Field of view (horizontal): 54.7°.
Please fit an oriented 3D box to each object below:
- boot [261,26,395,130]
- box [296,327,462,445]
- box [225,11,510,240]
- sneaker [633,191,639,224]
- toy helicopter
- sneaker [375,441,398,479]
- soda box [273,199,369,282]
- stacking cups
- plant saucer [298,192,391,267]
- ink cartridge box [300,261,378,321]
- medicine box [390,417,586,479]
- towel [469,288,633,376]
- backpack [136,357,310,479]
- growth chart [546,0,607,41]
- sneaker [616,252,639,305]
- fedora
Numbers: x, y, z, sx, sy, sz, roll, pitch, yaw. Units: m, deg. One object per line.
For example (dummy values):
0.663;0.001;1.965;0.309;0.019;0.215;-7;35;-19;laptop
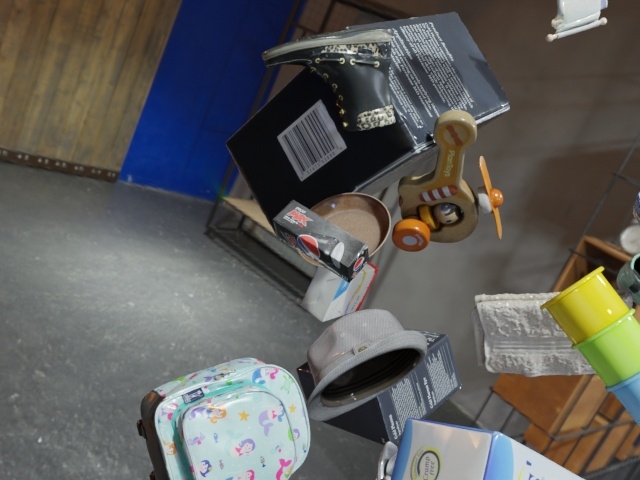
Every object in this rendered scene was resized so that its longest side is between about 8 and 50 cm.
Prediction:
0.022;-0.284;1.128;0.236;0.179;0.085;-8;22;2;boot
0.166;0.398;1.790;0.312;0.179;0.343;-29;18;-36;box
0.117;-0.279;1.506;0.471;0.480;0.297;-26;86;-46;box
0.768;-0.032;1.362;0.081;0.080;0.211;50;4;-46;sneaker
0.280;-0.117;1.289;0.234;0.355;0.140;9;50;10;toy helicopter
0.258;0.592;1.609;0.137;0.210;0.366;11;31;33;sneaker
0.000;0.000;1.065;0.169;0.060;0.053;31;-27;25;soda box
0.408;0.184;0.757;0.316;0.096;0.096;55;23;14;stacking cups
0.047;-0.013;1.250;0.198;0.198;0.036;36;-21;39;plant saucer
0.063;0.114;1.566;0.078;0.134;0.231;33;21;26;ink cartridge box
0.210;0.394;0.749;0.289;0.264;0.149;33;-26;-30;medicine box
0.429;0.174;1.154;0.282;0.187;0.049;-5;35;17;towel
-0.139;0.312;1.006;0.253;0.225;0.191;-16;5;-35;backpack
0.567;-0.558;1.319;0.171;0.237;0.021;-14;31;-11;growth chart
0.621;0.116;1.037;0.256;0.094;0.151;38;0;26;sneaker
0.070;0.229;1.224;0.124;0.275;0.244;61;4;33;fedora
